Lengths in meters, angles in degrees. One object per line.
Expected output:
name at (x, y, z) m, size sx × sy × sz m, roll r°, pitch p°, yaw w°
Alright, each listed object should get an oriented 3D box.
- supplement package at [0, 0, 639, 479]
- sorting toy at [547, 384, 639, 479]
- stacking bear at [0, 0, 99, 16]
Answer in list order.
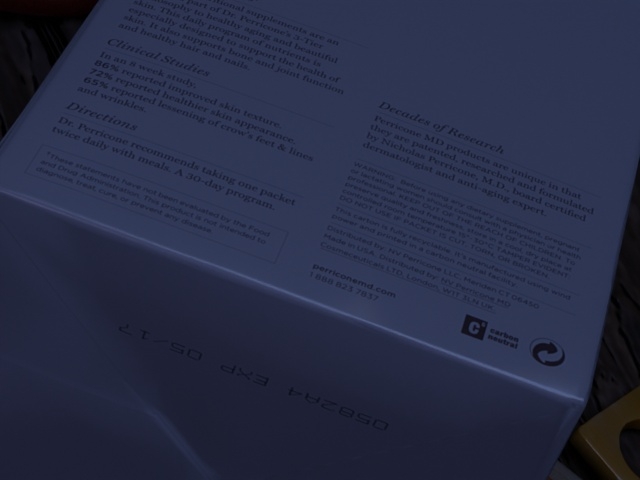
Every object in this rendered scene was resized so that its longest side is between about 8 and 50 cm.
supplement package at (0.000, 0.000, 0.661) m, size 0.199 × 0.198 × 0.263 m, roll 20°, pitch 43°, yaw 2°
sorting toy at (0.077, 0.146, 0.721) m, size 0.196 × 0.047 × 0.347 m, roll 41°, pitch 45°, yaw 7°
stacking bear at (-0.180, -0.273, 0.810) m, size 0.164 × 0.175 × 0.289 m, roll -2°, pitch 54°, yaw -40°
